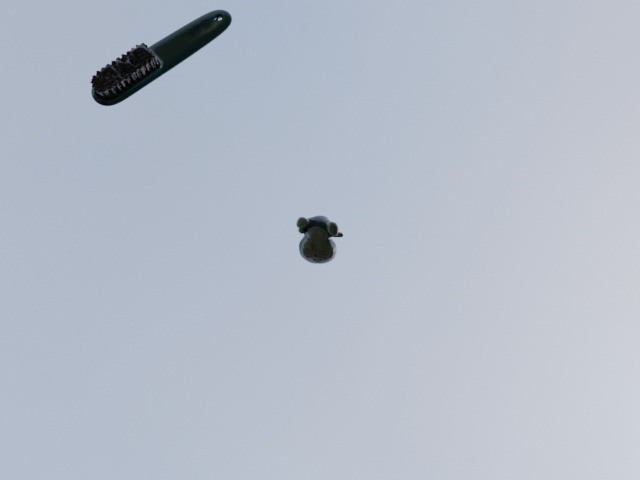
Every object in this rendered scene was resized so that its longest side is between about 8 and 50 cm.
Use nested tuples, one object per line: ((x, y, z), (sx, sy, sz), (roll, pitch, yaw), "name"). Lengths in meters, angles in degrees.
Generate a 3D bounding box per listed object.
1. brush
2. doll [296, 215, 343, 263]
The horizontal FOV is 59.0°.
((-0.183, -0.221, 0.655), (0.193, 0.032, 0.043), (-39, -105, -13), "brush")
((0.000, 0.000, 0.926), (0.076, 0.050, 0.084), (8, -69, 12), "doll")
